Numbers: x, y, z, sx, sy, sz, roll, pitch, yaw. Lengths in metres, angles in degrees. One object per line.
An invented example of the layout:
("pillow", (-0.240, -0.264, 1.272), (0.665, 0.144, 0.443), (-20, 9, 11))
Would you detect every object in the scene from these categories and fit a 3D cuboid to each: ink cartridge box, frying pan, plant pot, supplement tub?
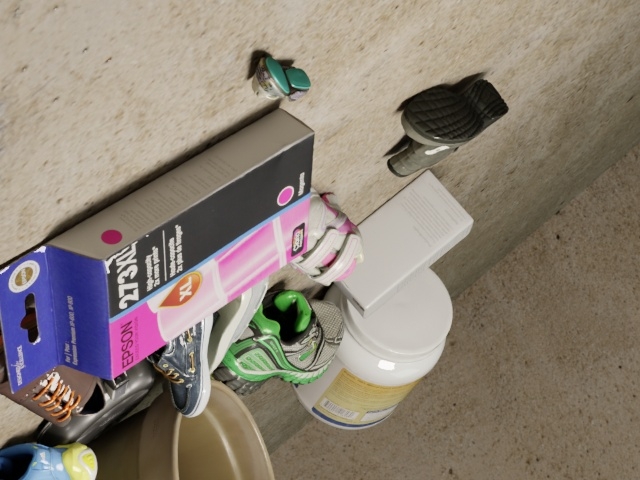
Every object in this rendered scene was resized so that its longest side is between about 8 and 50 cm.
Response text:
("ink cartridge box", (-0.157, 0.019, 1.472), (0.371, 0.069, 0.175), (-31, 144, -31))
("frying pan", (-0.265, 0.188, 1.939), (0.326, 0.053, 0.197), (-46, 169, 37))
("plant pot", (-0.251, 0.384, 2.089), (0.280, 0.323, 0.323), (-15, 176, 18))
("supplement tub", (0.088, 0.180, 2.569), (0.228, 0.228, 0.316), (-33, 167, -32))

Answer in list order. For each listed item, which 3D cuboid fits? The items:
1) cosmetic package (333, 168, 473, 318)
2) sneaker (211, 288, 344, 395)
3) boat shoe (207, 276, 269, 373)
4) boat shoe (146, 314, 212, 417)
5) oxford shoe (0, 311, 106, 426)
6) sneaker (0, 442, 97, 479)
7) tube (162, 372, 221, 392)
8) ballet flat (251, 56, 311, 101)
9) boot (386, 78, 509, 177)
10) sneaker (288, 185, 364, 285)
("cosmetic package", (0.122, 0.006, 2.313), (0.231, 0.117, 0.085), (-38, 167, -8))
("sneaker", (-0.042, 0.145, 2.262), (0.146, 0.134, 0.343), (-46, 167, 22))
("boat shoe", (-0.130, 0.110, 1.982), (0.081, 0.079, 0.227), (-24, 157, -42))
("boat shoe", (-0.193, 0.160, 1.901), (0.083, 0.065, 0.183), (-21, 126, -42))
("oxford shoe", (-0.289, 0.142, 1.542), (0.097, 0.098, 0.271), (-41, 168, 4))
("sneaker", (-0.413, 0.322, 1.920), (0.240, 0.091, 0.126), (-34, 142, 28))
("tube", (-0.174, 0.209, 2.276), (0.070, 0.062, 0.240), (-2, -176, 16))
("ballet flat", (-0.044, -0.151, 1.396), (0.041, 0.041, 0.114), (-44, 167, 14))
("boot", (0.149, -0.134, 1.984), (0.161, 0.083, 0.246), (-41, 169, 33))
("sneaker", (0.000, 0.000, 1.908), (0.103, 0.111, 0.252), (-44, 168, 16))
